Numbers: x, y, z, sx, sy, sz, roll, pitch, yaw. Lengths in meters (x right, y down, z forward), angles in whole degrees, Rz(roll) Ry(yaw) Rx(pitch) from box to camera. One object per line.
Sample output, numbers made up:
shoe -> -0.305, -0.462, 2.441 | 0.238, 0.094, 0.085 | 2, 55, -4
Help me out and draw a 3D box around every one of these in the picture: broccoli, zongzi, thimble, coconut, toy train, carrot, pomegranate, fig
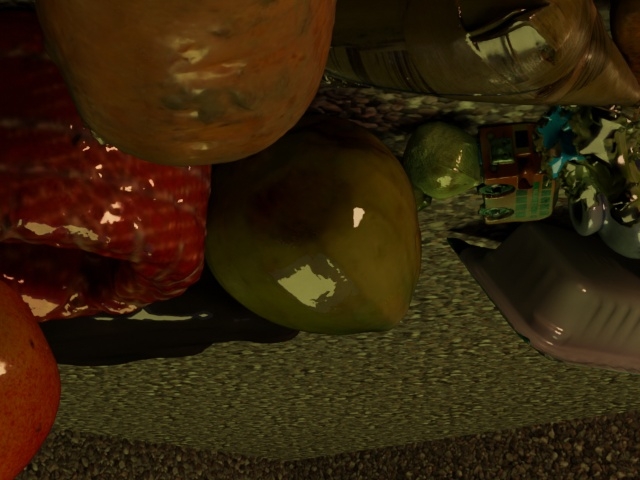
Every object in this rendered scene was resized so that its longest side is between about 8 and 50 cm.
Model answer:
broccoli -> 0.301, -0.090, 1.393 | 0.154, 0.160, 0.167 | 12, 140, -35
zongzi -> 0.131, -0.165, 1.172 | 0.260, 0.123, 0.289 | -3, 163, 26
thimble -> -0.270, -0.063, 1.312 | 0.350, 0.230, 0.350 | 0, 163, 0
coconut -> 0.141, -0.089, 1.488 | 0.096, 0.088, 0.088 | 30, 162, 4
toy train -> 0.232, -0.078, 1.571 | 0.099, 0.072, 0.188 | -10, 161, 5
carrot -> -0.093, -0.194, 0.938 | 0.224, 0.224, 0.341 | 1, 156, -8
pomegranate -> -0.349, 0.122, 1.180 | 0.221, 0.221, 0.257 | -5, 153, 10
fig -> 0.000, 0.000, 1.458 | 0.239, 0.239, 0.271 | -16, 120, 39

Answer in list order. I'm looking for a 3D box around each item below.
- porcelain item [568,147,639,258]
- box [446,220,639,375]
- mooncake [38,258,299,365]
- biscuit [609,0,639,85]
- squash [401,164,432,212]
porcelain item -> 0.425, -0.055, 1.561 | 0.259, 0.141, 0.141 | -7, 163, -10
box -> 0.379, 0.067, 1.862 | 0.336, 0.264, 0.106 | 12, 119, -37
mooncake -> -0.218, 0.040, 1.647 | 0.381, 0.212, 0.350 | -8, 173, 7
biscuit -> 0.414, -0.211, 1.165 | 0.359, 0.074, 0.381 | -11, 159, 27
squash -> 0.098, -0.058, 1.612 | 0.132, 0.105, 0.105 | -11, 166, -20
